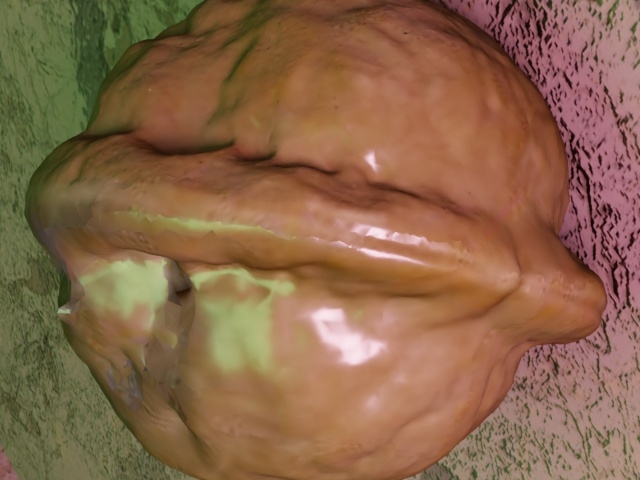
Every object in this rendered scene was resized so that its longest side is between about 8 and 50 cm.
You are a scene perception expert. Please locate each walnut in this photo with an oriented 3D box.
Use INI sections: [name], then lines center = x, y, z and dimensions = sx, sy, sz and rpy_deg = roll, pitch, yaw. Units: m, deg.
[walnut]
center = -0.007, -0.008, 1.107
dimensions = 0.383, 0.383, 0.383
rpy_deg = 34, 135, 43
